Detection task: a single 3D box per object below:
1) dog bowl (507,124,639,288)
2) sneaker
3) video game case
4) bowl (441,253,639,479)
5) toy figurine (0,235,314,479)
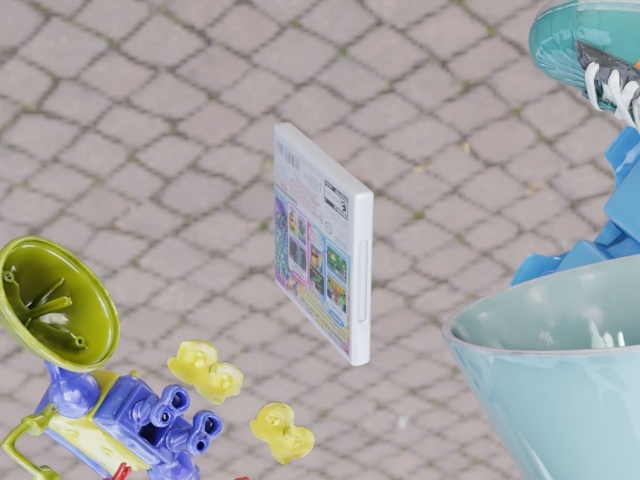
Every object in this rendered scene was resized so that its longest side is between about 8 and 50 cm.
[{"bbox_3d":[0.279,0.019,1.352,0.074,0.166,0.297,28,103,-37],"label":"dog bowl"},{"bbox_3d":[0.286,-0.104,1.182,0.302,0.121,0.108,17,156,26],"label":"sneaker"},{"bbox_3d":[0.000,0.000,1.214,0.019,0.157,0.143,-11,117,-22],"label":"video game case"},{"bbox_3d":[0.251,0.110,1.089,0.311,0.163,0.311,-11,-171,2],"label":"bowl"},{"bbox_3d":[-0.205,0.165,1.348,0.362,0.191,0.217,41,152,-26],"label":"toy figurine"}]
